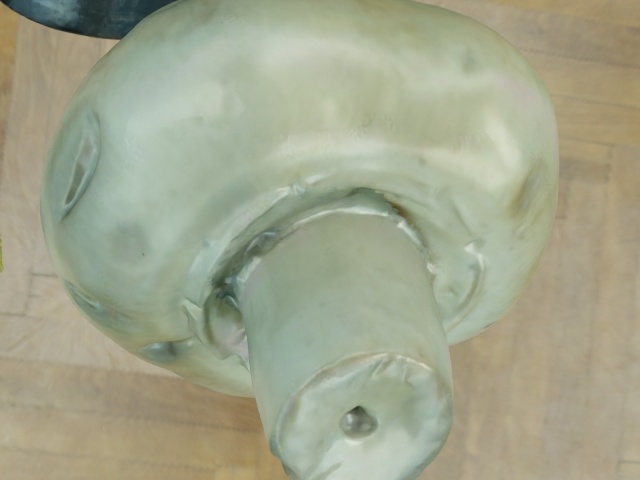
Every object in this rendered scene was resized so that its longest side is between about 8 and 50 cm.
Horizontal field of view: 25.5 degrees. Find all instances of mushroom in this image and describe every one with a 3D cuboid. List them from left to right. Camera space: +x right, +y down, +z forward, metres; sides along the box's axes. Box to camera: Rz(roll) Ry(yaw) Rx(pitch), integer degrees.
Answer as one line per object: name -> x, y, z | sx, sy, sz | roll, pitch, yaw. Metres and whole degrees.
mushroom -> 0.003, -0.026, 0.963 | 0.353, 0.353, 0.325 | 36, 86, -6

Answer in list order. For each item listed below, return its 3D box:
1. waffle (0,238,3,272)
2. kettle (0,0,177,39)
waffle -> -0.399, 0.006, 1.331 | 0.194, 0.149, 0.051 | -12, 132, -21
kettle -> -0.211, -0.358, 1.242 | 0.268, 0.207, 0.290 | 19, 128, -2
